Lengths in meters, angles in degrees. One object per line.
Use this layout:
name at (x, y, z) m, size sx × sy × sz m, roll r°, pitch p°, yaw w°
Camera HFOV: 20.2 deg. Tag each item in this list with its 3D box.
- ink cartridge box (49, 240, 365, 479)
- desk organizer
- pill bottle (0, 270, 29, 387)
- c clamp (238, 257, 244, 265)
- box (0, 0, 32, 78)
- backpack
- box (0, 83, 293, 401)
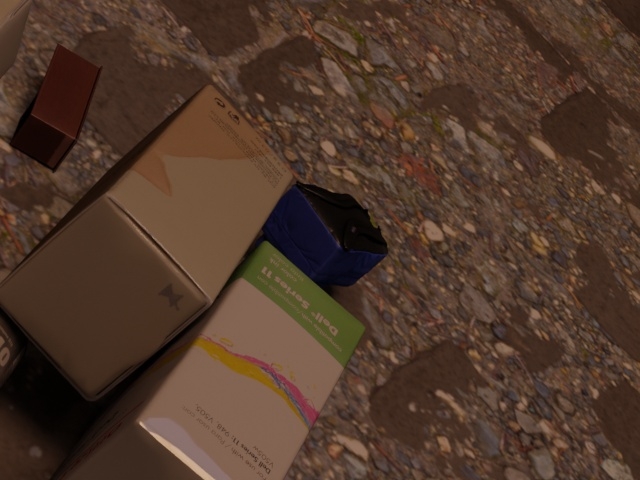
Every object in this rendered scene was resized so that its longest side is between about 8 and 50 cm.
ink cartridge box at (-0.115, 0.170, 1.363) m, size 0.119 × 0.207 × 0.353 m, roll 43°, pitch 31°, yaw -6°
desk organizer at (-0.251, -0.129, 1.713) m, size 0.050 × 0.047 × 0.130 m, roll 30°, pitch 34°, yaw -16°
pill bottle at (-0.276, 0.084, 1.408) m, size 0.078 × 0.078 × 0.137 m, roll 39°, pitch 32°, yaw -8°
c clamp at (-0.106, 0.030, 1.711) m, size 0.161 × 0.022 × 0.137 m, roll 1°, pitch 52°, yaw -48°
box at (-0.388, -0.213, 1.493) m, size 0.275 × 0.094 × 0.113 m, roll 30°, pitch 46°, yaw 3°
backpack at (0.000, 0.000, 1.791) m, size 0.120 × 0.101 × 0.098 m, roll 1°, pitch 53°, yaw -58°
box at (-0.140, -0.007, 1.512) m, size 0.121 × 0.148 × 0.311 m, roll 48°, pitch 21°, yaw -8°
